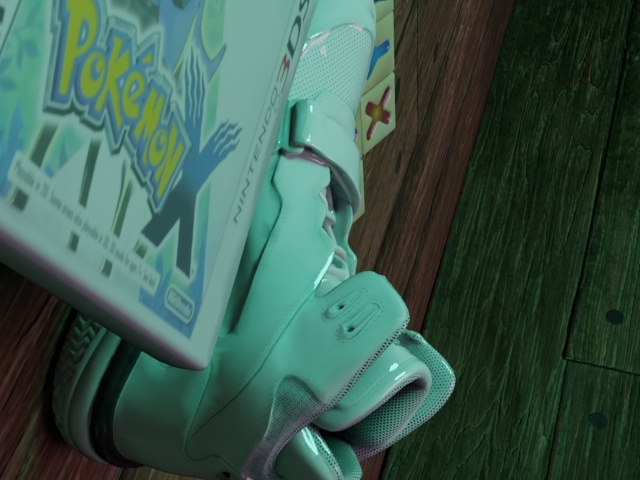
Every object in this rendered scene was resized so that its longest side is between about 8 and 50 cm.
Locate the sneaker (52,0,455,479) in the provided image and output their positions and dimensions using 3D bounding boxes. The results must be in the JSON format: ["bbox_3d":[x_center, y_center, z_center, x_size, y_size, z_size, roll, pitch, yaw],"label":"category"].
[{"bbox_3d":[0.000,0.000,0.704,0.366,0.210,0.137,-63,151,-16],"label":"sneaker"}]

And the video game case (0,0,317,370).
[{"bbox_3d":[-0.062,-0.118,0.475,0.329,0.036,0.300,59,45,-70],"label":"video game case"}]

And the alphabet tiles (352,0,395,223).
[{"bbox_3d":[-0.033,-0.084,0.832,0.342,0.011,0.285,-43,141,-42],"label":"alphabet tiles"}]
